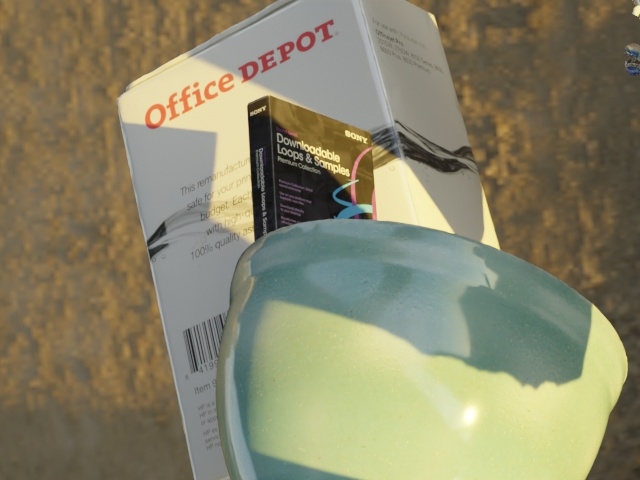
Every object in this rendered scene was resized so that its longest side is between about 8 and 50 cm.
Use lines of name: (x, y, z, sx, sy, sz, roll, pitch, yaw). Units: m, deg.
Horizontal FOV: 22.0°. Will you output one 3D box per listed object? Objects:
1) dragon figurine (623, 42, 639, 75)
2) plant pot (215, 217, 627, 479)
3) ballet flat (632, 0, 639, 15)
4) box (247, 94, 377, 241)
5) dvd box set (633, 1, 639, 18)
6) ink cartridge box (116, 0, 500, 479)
dragon figurine: (0.351, -0.199, 1.314, 0.289, 0.085, 0.144, -6, 115, 55)
plant pot: (0.050, 0.145, 1.148, 0.293, 0.293, 0.196, -25, 39, 52)
ballet flat: (0.244, -0.011, 0.675, 0.147, 0.409, 0.147, -26, 38, 22)
box: (-0.003, -0.019, 1.229, 0.029, 0.116, 0.162, -22, 64, 39)
dvd box set: (0.266, -0.191, 1.076, 0.420, 0.062, 0.308, 61, 180, -33)
ink cartridge box: (0.000, 0.000, 1.503, 0.285, 0.166, 0.395, -23, 70, 29)
